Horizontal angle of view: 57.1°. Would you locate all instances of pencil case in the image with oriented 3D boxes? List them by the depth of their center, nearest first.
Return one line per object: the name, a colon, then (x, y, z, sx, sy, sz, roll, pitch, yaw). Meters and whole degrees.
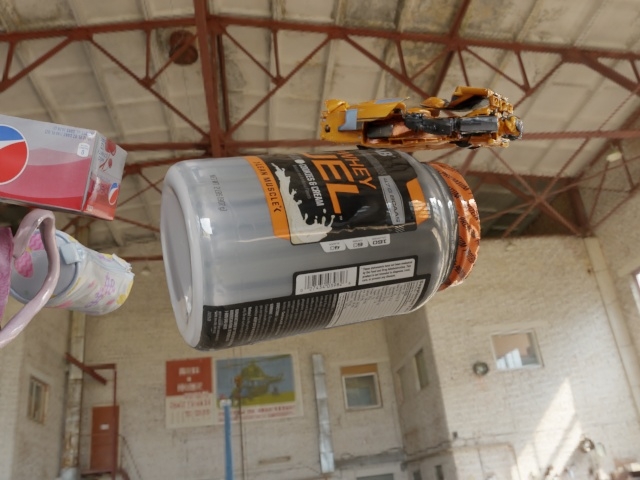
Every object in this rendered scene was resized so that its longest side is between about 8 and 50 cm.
pencil case: (-0.393, 0.058, 0.942, 0.124, 0.114, 0.273, -8, -9, -2)

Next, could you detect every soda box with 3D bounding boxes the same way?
soda box: (-0.348, -0.085, 0.609, 0.263, 0.083, 0.092, 9, -4, 2)

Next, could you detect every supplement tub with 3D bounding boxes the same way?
supplement tub: (0.000, 0.000, 0.638, 0.316, 0.194, 0.193, -7, -22, -24)

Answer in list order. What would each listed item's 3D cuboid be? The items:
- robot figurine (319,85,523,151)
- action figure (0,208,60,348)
robot figurine: (0.157, -0.179, 0.892, 0.291, 0.085, 0.211, 2, 6, 30)
action figure: (-0.403, 0.166, 0.618, 0.275, 0.370, 0.248, -10, -46, -19)
